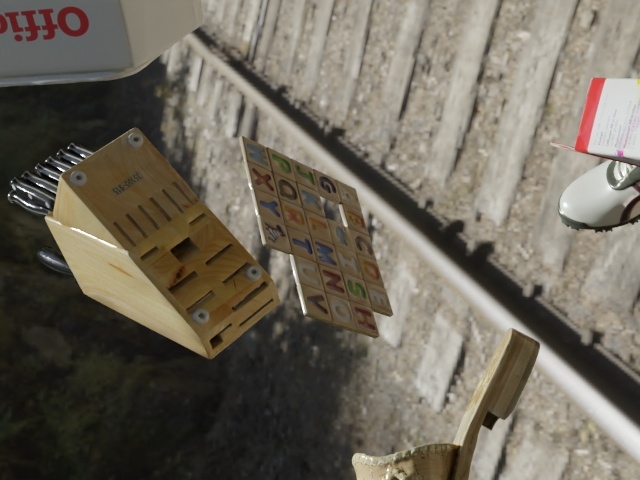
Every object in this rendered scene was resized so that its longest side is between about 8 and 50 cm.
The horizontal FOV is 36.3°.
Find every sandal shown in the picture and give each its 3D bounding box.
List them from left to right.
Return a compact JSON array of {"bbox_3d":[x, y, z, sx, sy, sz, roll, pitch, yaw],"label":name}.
[{"bbox_3d":[0.062,0.153,0.653,0.240,0.079,0.088,-60,-8,-21],"label":"sandal"}]

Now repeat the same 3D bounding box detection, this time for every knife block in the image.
[{"bbox_3d":[-0.184,0.016,0.938,0.275,0.088,0.242,47,151,7],"label":"knife block"}]

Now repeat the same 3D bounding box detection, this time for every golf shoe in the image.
[{"bbox_3d":[0.432,-0.103,1.298,0.273,0.120,0.105,-24,50,26],"label":"golf shoe"}]

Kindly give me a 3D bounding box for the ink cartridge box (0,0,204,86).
[{"bbox_3d":[-0.275,-0.328,0.773,0.160,0.279,0.384,-56,-38,-59],"label":"ink cartridge box"}]

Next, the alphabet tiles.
[{"bbox_3d":[0.000,0.000,1.136,0.009,0.198,0.237,-38,50,29],"label":"alphabet tiles"}]

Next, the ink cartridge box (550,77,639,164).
[{"bbox_3d":[0.341,-0.104,0.924,0.231,0.134,0.078,-156,77,-65],"label":"ink cartridge box"}]
